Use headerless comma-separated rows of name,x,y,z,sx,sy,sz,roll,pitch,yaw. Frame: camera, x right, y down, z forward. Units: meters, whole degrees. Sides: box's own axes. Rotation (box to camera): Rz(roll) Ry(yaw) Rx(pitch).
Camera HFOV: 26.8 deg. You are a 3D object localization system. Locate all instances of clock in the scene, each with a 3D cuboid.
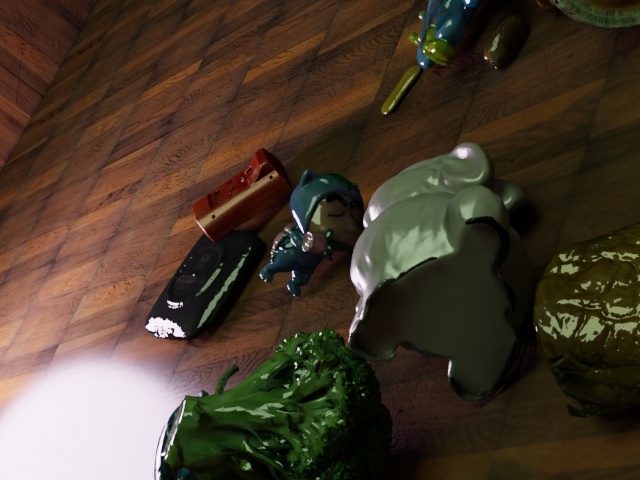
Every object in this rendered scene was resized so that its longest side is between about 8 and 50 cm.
clock,-0.127,-0.073,2.100,0.155,0.061,0.113,-36,24,6

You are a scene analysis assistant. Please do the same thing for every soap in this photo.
soap,0.118,-0.222,1.976,0.089,0.012,0.034,-55,25,-6

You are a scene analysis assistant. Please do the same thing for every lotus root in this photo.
lotus root,0.250,-0.270,1.788,0.030,0.037,0.083,4,59,56

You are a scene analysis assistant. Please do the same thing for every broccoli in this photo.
broccoli,-0.042,0.216,1.438,0.269,0.242,0.261,164,118,-78

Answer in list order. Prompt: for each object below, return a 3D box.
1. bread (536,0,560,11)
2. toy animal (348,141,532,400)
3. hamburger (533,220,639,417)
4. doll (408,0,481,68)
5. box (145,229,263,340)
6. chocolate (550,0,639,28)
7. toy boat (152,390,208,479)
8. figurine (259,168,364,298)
bread,0.346,-0.421,1.707,0.271,0.139,0.077,-47,51,16
toy animal,0.133,0.000,1.486,0.258,0.194,0.357,-51,15,26
hamburger,0.281,0.061,1.205,0.206,0.130,0.183,-26,38,39
doll,0.236,-0.393,1.919,0.341,0.099,0.346,-62,11,4
box,-0.185,0.068,2.075,0.201,0.042,0.212,-57,26,-15
chocolate,0.347,-0.355,1.599,0.221,0.221,0.147,-47,4,12
toy boat,-0.158,0.275,1.689,0.097,0.100,0.223,-48,26,30
figurine,-0.002,0.000,1.799,0.178,0.114,0.144,-57,30,17
